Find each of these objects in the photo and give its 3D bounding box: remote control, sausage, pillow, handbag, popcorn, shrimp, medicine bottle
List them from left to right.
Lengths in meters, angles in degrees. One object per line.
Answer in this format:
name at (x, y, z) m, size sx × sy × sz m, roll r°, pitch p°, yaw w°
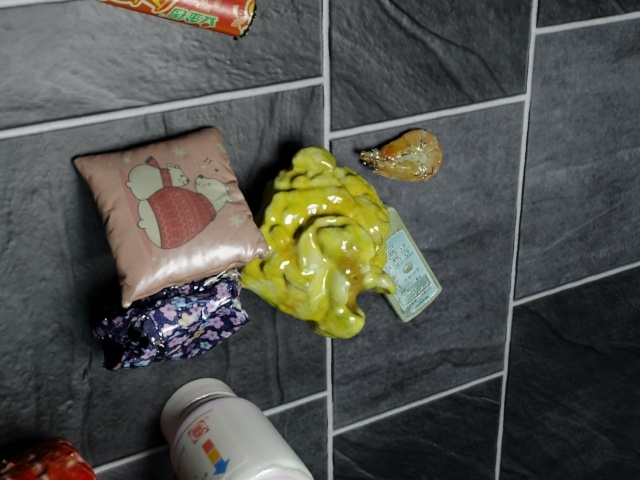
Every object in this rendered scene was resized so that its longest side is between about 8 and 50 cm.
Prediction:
sausage at (-0.214, -0.330, 1.272) m, size 0.264 × 0.083 × 0.083 m, roll 7°, pitch 108°, yaw -33°
handbag at (-0.227, 0.117, 1.401) m, size 0.208 × 0.229 × 0.126 m, roll -15°, pitch 84°, yaw -26°
pillow at (-0.208, -0.042, 1.346) m, size 0.223 × 0.236 × 0.084 m, roll -15°, pitch 161°, yaw -21°
medicine bottle at (-0.139, 0.340, 1.490) m, size 0.170 × 0.293 × 0.170 m, roll -13°, pitch 118°, yaw -25°
popcorn at (0.000, 0.000, 1.464) m, size 0.242 × 0.235 × 0.250 m, roll 34°, pitch 80°, yaw -24°
remote control at (0.131, 0.041, 1.681) m, size 0.098 × 0.038 × 0.233 m, roll -41°, pitch 128°, yaw -9°
shrimp at (0.133, -0.139, 1.601) m, size 0.184 × 0.043 × 0.091 m, roll -8°, pitch 108°, yaw -36°

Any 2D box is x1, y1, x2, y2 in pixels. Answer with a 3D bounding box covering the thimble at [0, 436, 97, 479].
thimble at (-0.387, 0.458, 1.370) m, size 0.231 × 0.350 × 0.350 m, roll -30°, pitch 124°, yaw -21°
